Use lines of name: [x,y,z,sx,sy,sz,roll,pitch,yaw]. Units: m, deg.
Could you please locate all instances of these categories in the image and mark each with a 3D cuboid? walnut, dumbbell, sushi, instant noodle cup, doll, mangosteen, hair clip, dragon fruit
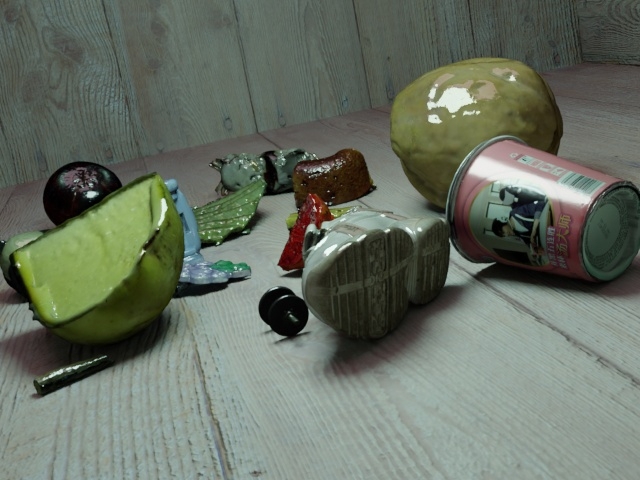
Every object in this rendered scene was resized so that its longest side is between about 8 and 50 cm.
walnut: [0.337,-0.231,1.992,0.381,0.381,0.381,-10,15,3]
dumbbell: [-0.059,0.114,1.471,0.069,0.069,0.147,-15,15,-17]
sushi: [-0.138,-0.192,2.551,0.332,0.124,0.130,-5,8,15]
instant noodle cup: [0.375,-0.039,1.494,0.244,0.244,0.255,-20,26,-32]
doll: [-0.587,0.039,2.007,0.234,0.135,0.143,-16,17,-33]
mangosteen: [-0.643,-0.106,2.481,0.216,0.216,0.216,-10,15,3]
hair clip: [-0.224,0.073,1.809,0.195,0.052,0.124,-10,22,-30]
dragon fruit: [0.000,0.000,1.774,0.106,0.162,0.083,21,1,-42]

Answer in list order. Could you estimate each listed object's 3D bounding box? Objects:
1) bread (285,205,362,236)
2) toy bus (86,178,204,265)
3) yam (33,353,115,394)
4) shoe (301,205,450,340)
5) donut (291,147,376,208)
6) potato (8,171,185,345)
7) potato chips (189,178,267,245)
bread: [0.044,-0.022,1.872,0.226,0.088,0.049,-7,14,20]
toy bus: [-0.405,0.004,1.918,0.232,0.197,0.294,-11,12,40]
yam: [-0.387,0.205,1.445,0.129,0.027,0.033,-21,19,-37]
shoe: [0.053,0.044,1.443,0.198,0.171,0.351,11,13,33]
donut: [0.033,-0.155,2.316,0.187,0.126,0.144,-6,23,16]
potato: [-0.351,0.086,1.601,0.330,0.212,0.280,-30,39,8]
potato chips: [-0.317,-0.062,2.256,0.389,0.097,0.373,-16,17,-13]
